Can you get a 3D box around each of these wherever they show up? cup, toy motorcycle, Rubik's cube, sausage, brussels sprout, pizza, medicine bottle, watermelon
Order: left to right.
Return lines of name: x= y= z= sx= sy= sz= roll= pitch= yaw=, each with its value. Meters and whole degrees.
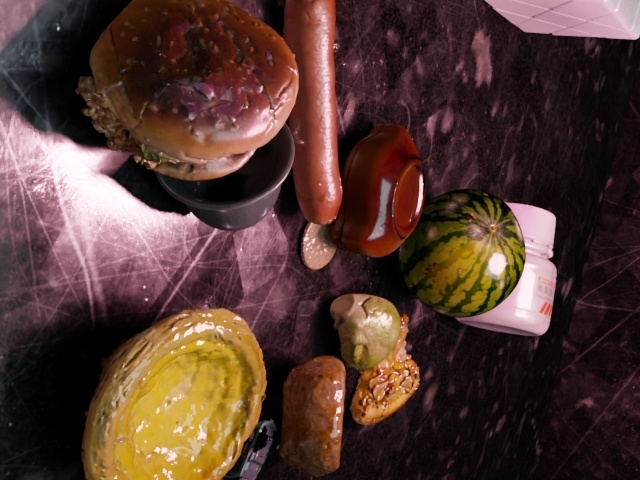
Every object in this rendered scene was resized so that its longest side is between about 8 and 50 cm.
cup: x=-0.134 y=-0.087 z=1.032 sx=0.199 sy=0.199 sz=0.150 roll=-54 pitch=160 yaw=-27
toy motorcycle: x=-0.138 y=0.389 z=1.253 sx=0.058 sy=0.100 sz=0.173 roll=46 pitch=63 yaw=-49
sausage: x=-0.013 y=-0.225 z=1.196 sx=0.094 sy=0.094 sz=0.419 roll=-12 pitch=116 yaw=-19
brussels sprout: x=0.095 y=0.182 z=1.472 sx=0.145 sy=0.131 sz=0.183 roll=-25 pitch=125 yaw=-21
pizza: x=0.185 y=0.309 z=1.689 sx=0.251 sy=0.074 sz=0.288 roll=24 pitch=85 yaw=-57
watermelon: x=0.317 y=0.030 z=1.581 sx=0.285 sy=0.285 sz=0.285 roll=-24 pitch=122 yaw=-47
medicine bottle: x=0.505 y=0.079 z=1.877 sx=0.256 sy=0.256 sz=0.325 roll=27 pitch=72 yaw=-54
Rubik's cube: x=0.615 y=-0.687 z=1.680 sx=0.321 sy=0.318 sz=0.316 roll=2 pitch=102 yaw=-53

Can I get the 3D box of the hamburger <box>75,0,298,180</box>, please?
hamburger: x=-0.170 y=-0.204 z=0.892 sx=0.285 sy=0.146 sz=0.243 roll=-12 pitch=79 yaw=-23

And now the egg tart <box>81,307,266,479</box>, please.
egg tart: x=-0.227 y=0.249 z=1.045 sx=0.345 sy=0.132 sz=0.346 roll=-23 pitch=120 yaw=-47

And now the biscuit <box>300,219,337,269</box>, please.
biscuit: x=0.000 y=0.000 z=1.362 sx=0.120 sy=0.015 sz=0.120 roll=-25 pitch=122 yaw=-47

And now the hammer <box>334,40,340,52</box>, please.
hammer: x=0.015 y=-0.434 z=1.212 sx=0.078 sy=0.021 sz=0.201 roll=-9 pitch=110 yaw=-52

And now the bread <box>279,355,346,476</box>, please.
bread: x=-0.015 y=0.335 z=1.333 sx=0.230 sy=0.122 sz=0.230 roll=-175 pitch=-90 yaw=-89

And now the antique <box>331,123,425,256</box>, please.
antique: x=0.122 y=-0.094 z=1.388 sx=0.278 sy=0.128 sz=0.223 roll=-64 pitch=144 yaw=-22
